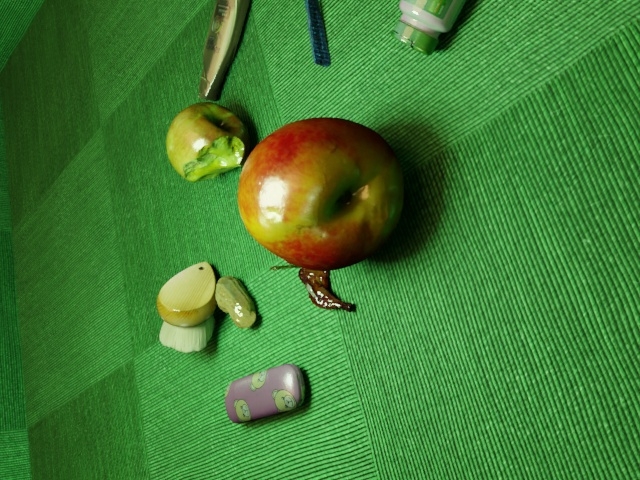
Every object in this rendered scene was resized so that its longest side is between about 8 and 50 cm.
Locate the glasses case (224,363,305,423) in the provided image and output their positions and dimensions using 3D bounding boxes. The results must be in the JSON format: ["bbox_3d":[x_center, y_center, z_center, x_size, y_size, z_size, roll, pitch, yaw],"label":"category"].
[{"bbox_3d":[-0.157,0.422,1.819,0.316,0.076,0.123,-26,66,41],"label":"glasses case"}]

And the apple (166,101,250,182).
[{"bbox_3d":[-0.337,-0.280,1.987,0.226,0.246,0.246,-54,50,37],"label":"apple"}]

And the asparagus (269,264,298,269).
[{"bbox_3d":[-0.086,0.073,1.839,0.166,0.013,0.016,-4,71,45],"label":"asparagus"}]

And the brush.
[{"bbox_3d":[-0.386,0.196,2.029,0.174,0.266,0.166,10,127,11],"label":"brush"}]

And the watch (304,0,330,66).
[{"bbox_3d":[0.023,-0.657,1.797,0.276,0.068,0.274,-49,58,29],"label":"watch"}]

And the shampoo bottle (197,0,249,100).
[{"bbox_3d":[-0.317,-0.618,2.120,0.126,0.084,0.350,30,107,42],"label":"shampoo bottle"}]

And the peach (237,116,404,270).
[{"bbox_3d":[-0.009,-0.109,1.540,0.388,0.388,0.388,-8,79,45],"label":"peach"}]

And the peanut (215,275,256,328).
[{"bbox_3d":[-0.248,0.179,1.935,0.194,0.093,0.083,55,161,38],"label":"peanut"}]

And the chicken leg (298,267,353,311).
[{"bbox_3d":[0.006,0.130,1.715,0.093,0.053,0.205,-46,57,14],"label":"chicken leg"}]

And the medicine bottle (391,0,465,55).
[{"bbox_3d":[0.263,-0.557,1.478,0.133,0.133,0.274,43,115,40],"label":"medicine bottle"}]
